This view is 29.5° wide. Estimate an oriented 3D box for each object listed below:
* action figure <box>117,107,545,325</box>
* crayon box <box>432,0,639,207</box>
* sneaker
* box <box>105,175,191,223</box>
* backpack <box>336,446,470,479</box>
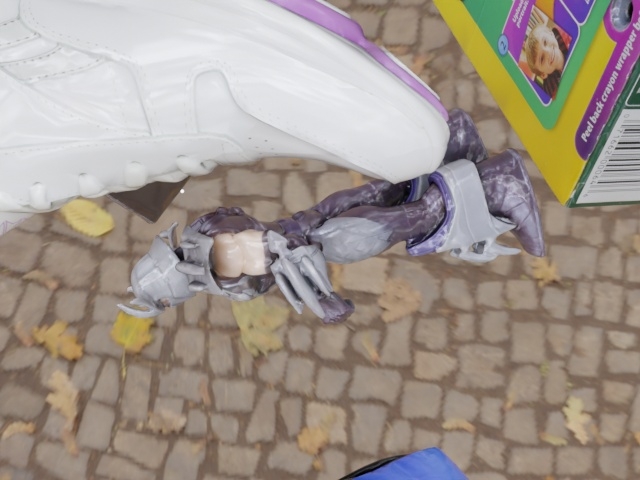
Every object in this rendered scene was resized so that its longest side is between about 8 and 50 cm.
[{"bbox_3d":[0.000,0.000,0.822,0.285,0.185,0.099,-18,110,-14],"label":"action figure"},{"bbox_3d":[0.242,-0.265,1.032,0.106,0.313,0.363,-3,137,-22],"label":"crayon box"},{"bbox_3d":[-0.100,-0.057,0.515,0.305,0.114,0.152,15,96,6],"label":"sneaker"},{"bbox_3d":[-0.246,-0.204,0.992,0.312,0.343,0.179,38,88,15],"label":"box"},{"bbox_3d":[0.025,0.145,0.460,0.101,0.120,0.098,42,132,27],"label":"backpack"}]
